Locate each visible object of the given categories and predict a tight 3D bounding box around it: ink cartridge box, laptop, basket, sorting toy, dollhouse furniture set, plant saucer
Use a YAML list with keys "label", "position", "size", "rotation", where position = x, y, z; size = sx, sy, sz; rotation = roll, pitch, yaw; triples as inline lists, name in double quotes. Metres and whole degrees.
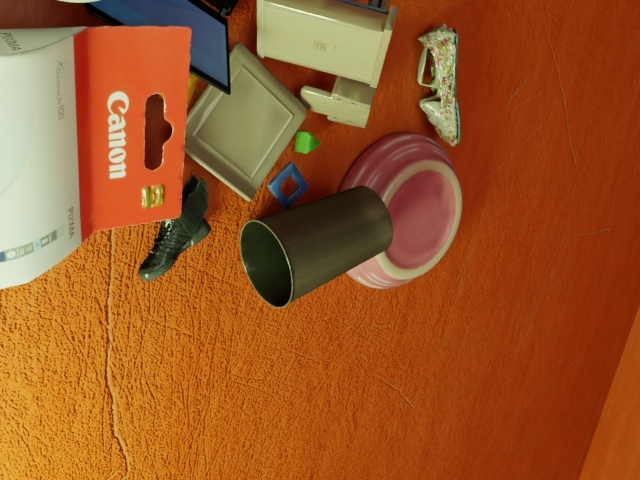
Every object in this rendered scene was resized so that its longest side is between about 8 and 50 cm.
- label: "ink cartridge box"
  position: [-0.330, -0.097, 0.805]
  size: [0.385, 0.091, 0.308]
  rotation: [-13, 132, -32]
- label: "laptop"
  position: [-0.171, -0.381, 0.883]
  size: [0.234, 0.136, 0.264]
  rotation: [25, 102, -43]
- label: "basket"
  position: [0.000, 0.000, 1.133]
  size: [0.227, 0.204, 0.154]
  rotation: [-24, 83, -25]
- label: "sorting toy"
  position: [-0.130, -0.190, 1.060]
  size: [0.348, 0.047, 0.196]
  rotation: [39, 77, -42]
- label: "dollhouse furniture set"
  position: [0.034, -0.407, 1.083]
  size: [0.286, 0.198, 0.303]
  rotation: [103, 3, -67]
- label: "plant saucer"
  position: [0.175, -0.050, 1.338]
  size: [0.332, 0.084, 0.332]
  rotation: [-15, 116, -34]

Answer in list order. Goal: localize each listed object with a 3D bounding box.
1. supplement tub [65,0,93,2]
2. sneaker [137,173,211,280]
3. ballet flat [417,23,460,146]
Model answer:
- label: "supplement tub"
  position: [-0.211, -0.408, 0.612]
  size: [0.241, 0.331, 0.241]
  rotation: [16, 62, -32]
- label: "sneaker"
  position: [-0.237, -0.020, 1.040]
  size: [0.170, 0.051, 0.089]
  rotation: [-43, 129, -24]
- label: "ballet flat"
  position: [0.231, -0.302, 1.297]
  size: [0.077, 0.091, 0.240]
  rotation: [-8, 112, -4]
